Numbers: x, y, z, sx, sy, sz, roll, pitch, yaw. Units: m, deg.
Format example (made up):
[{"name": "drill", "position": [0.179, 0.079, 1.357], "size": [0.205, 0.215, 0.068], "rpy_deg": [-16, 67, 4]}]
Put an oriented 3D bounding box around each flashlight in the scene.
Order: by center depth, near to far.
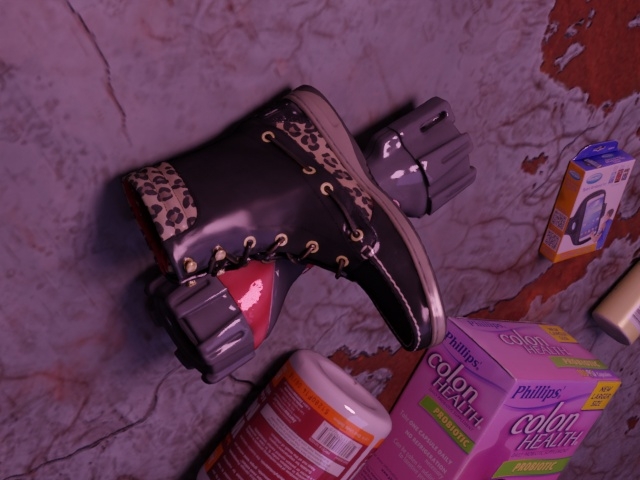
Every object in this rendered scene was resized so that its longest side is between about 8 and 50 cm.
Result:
[{"name": "flashlight", "position": [0.000, 0.000, 1.077], "size": [0.304, 0.103, 0.103], "rpy_deg": [-33, 179, -21]}]

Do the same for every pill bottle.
[{"name": "pill bottle", "position": [-0.042, 0.223, 1.212], "size": [0.221, 0.121, 0.121], "rpy_deg": [-51, 142, 6]}]

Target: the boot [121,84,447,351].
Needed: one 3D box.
[{"name": "boot", "position": [-0.028, 0.009, 0.966], "size": [0.178, 0.236, 0.085], "rpy_deg": [-25, 164, -20]}]

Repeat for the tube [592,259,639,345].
[{"name": "tube", "position": [0.430, 0.022, 1.539], "size": [0.240, 0.062, 0.070], "rpy_deg": [-47, -174, -8]}]

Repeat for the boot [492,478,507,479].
[{"name": "boot", "position": [0.199, 0.304, 1.389], "size": [0.106, 0.037, 0.114], "rpy_deg": [-46, 141, 21]}]

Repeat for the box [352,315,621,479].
[{"name": "box", "position": [0.186, 0.219, 1.428], "size": [0.213, 0.117, 0.243], "rpy_deg": [8, 117, -47]}]

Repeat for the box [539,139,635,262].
[{"name": "box", "position": [0.291, -0.044, 1.368], "size": [0.081, 0.028, 0.136], "rpy_deg": [-14, 134, -35]}]
